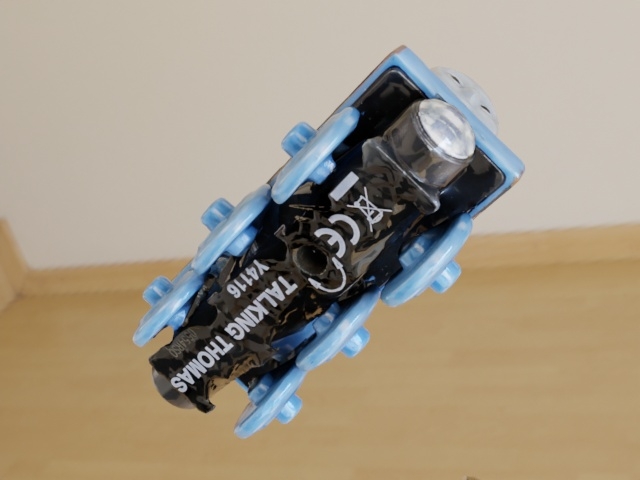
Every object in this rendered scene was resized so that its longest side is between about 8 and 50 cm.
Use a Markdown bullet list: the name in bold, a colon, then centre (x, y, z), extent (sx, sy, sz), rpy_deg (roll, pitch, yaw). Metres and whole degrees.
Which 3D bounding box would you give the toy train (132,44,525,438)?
- **toy train**: centre (0.000, 0.000, 0.468), extent (0.184, 0.080, 0.105), rpy_deg (-45, 4, 37)

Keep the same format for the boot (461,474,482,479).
- **boot**: centre (0.084, 0.333, 0.876), extent (0.269, 0.089, 0.236), rpy_deg (-59, 23, 7)
